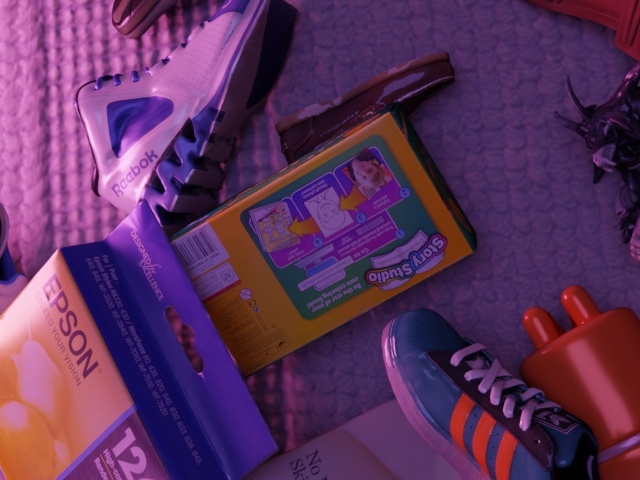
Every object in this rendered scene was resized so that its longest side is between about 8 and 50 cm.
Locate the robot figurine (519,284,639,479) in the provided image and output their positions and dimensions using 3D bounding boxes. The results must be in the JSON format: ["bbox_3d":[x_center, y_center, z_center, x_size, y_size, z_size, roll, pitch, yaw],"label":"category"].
[{"bbox_3d":[0.274,0.150,1.024,0.158,0.128,0.219,-20,74,-27],"label":"robot figurine"}]

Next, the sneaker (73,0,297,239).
[{"bbox_3d":[-0.171,-0.160,1.198,0.182,0.127,0.315,28,93,16],"label":"sneaker"}]

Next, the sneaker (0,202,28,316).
[{"bbox_3d":[-0.478,0.011,1.281,0.236,0.130,0.323,-42,70,0],"label":"sneaker"}]

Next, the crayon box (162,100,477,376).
[{"bbox_3d":[0.000,0.000,1.118,0.278,0.081,0.165,-30,100,13],"label":"crayon box"}]

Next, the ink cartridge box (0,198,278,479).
[{"bbox_3d":[-0.222,0.167,1.102,0.307,0.072,0.303,-46,63,30],"label":"ink cartridge box"}]

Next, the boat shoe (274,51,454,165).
[{"bbox_3d":[0.053,-0.130,1.158,0.207,0.073,0.073,-24,79,20],"label":"boat shoe"}]

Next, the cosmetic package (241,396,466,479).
[{"bbox_3d":[0.014,0.286,1.076,0.309,0.113,0.160,-30,58,12],"label":"cosmetic package"}]

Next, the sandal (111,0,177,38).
[{"bbox_3d":[-0.113,-0.326,1.226,0.303,0.086,0.120,-34,37,27],"label":"sandal"}]

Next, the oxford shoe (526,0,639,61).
[{"bbox_3d":[0.285,-0.309,1.099,0.146,0.140,0.397,-36,66,-24],"label":"oxford shoe"}]

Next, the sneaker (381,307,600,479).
[{"bbox_3d":[0.176,0.170,0.971,0.121,0.108,0.302,-47,69,36],"label":"sneaker"}]

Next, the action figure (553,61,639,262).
[{"bbox_3d":[0.344,-0.068,1.015,0.276,0.141,0.164,20,133,12],"label":"action figure"}]
